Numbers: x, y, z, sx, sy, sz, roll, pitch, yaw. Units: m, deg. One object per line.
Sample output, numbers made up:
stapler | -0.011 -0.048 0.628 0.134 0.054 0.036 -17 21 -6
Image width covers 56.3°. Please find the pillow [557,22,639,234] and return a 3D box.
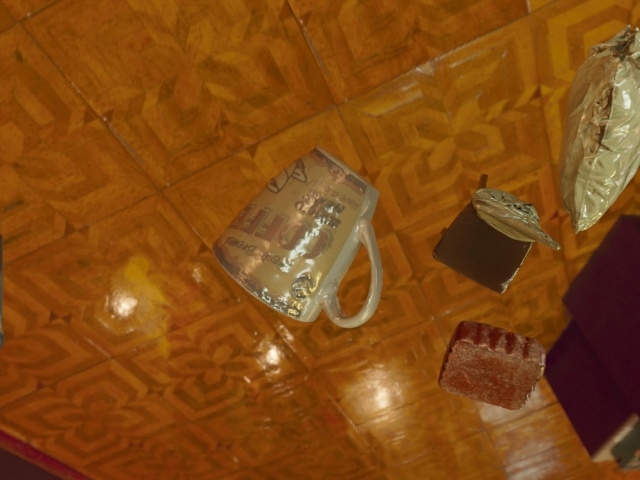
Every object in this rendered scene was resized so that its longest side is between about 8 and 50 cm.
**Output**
pillow | 0.493 -0.193 1.032 0.138 0.283 0.309 14 128 26

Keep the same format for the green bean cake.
green bean cake | 0.253 0.185 0.892 0.135 0.056 0.135 17 134 11

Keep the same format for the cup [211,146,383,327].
cup | 0.000 0.000 1.016 0.257 0.301 0.227 -53 154 11

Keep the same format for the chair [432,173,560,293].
chair | 0.316 -0.002 1.105 0.160 0.319 0.186 32 112 3

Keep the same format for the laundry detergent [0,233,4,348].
laundry detergent | -0.466 0.088 0.815 0.097 0.206 0.061 -34 148 25
